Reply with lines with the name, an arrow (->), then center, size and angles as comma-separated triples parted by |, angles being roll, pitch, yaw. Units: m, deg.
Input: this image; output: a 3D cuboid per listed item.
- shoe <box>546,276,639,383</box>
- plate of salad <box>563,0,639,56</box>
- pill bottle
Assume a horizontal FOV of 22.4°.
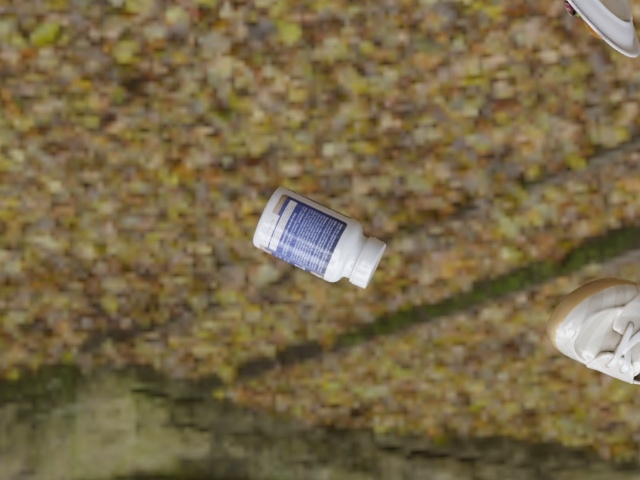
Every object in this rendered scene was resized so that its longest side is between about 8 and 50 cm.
shoe -> 0.274, 0.081, 1.352 | 0.219, 0.076, 0.058 | 11, -161, -43
plate of salad -> 0.231, -0.248, 1.518 | 0.048, 0.200, 0.200 | -36, 146, 25
pill bottle -> 0.000, 0.000, 1.588 | 0.120, 0.067, 0.067 | 25, 161, 6
